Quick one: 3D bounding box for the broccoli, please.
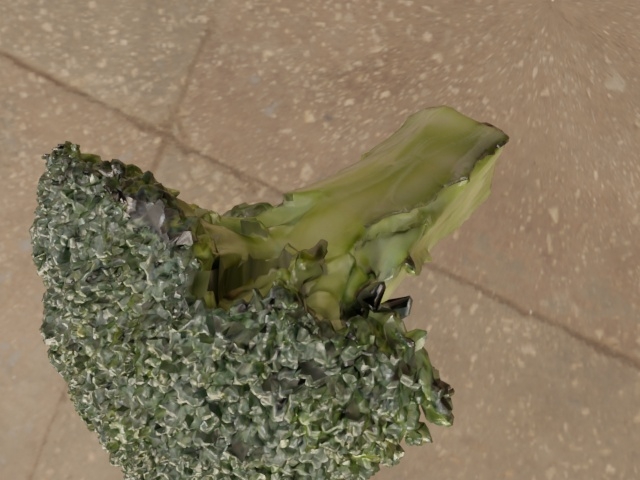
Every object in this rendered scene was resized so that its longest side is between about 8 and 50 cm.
[{"bbox_3d":[-0.018,0.004,0.571,0.252,0.361,0.221,-7,112,22],"label":"broccoli"}]
